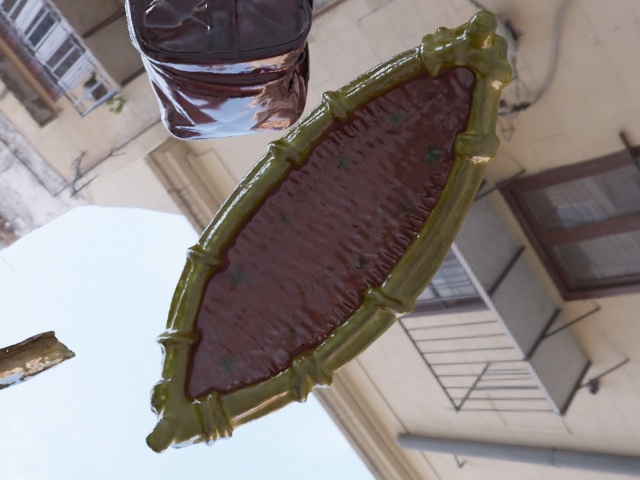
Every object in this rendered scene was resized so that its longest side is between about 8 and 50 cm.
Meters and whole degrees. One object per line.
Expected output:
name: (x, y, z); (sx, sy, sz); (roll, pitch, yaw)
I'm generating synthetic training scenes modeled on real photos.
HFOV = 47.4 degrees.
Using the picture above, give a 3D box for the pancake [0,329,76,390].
pancake: (-0.438, 0.165, 0.908); (0.266, 0.244, 0.057); (-16, -85, -11)

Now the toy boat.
toy boat: (0.003, -0.001, 0.459); (0.141, 0.099, 0.318); (40, -86, 13)

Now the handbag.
handbag: (-0.081, -0.204, 0.604); (0.147, 0.135, 0.225); (-4, -112, -2)
